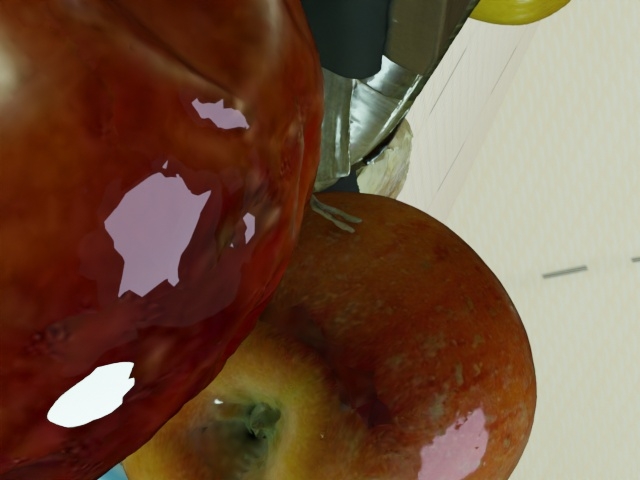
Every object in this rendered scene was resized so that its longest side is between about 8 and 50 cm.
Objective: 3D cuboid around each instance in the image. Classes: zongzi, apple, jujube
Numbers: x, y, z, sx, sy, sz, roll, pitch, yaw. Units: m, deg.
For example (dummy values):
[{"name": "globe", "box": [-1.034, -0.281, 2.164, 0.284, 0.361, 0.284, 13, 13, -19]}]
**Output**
[{"name": "zongzi", "box": [-0.005, -0.125, 0.905, 0.248, 0.111, 0.241, -57, 157, 17]}, {"name": "apple", "box": [-0.002, 0.092, 1.082, 0.254, 0.253, 0.253, -60, 173, -12]}, {"name": "jujube", "box": [-0.100, -0.004, 0.437, 0.236, 0.168, 0.168, -41, -170, 47]}]

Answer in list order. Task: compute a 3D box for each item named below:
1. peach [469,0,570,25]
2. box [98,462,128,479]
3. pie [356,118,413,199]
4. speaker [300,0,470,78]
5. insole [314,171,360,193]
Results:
[{"name": "peach", "box": [0.144, -0.263, 1.172, 0.251, 0.153, 0.251, 24, 90, -89]}, {"name": "box", "box": [-0.055, 0.127, 1.254, 0.232, 0.142, 0.083, -57, 173, -36]}, {"name": "pie", "box": [-0.004, 0.019, 1.514, 0.337, 0.075, 0.337, -60, 168, -22]}, {"name": "speaker", "box": [0.004, -0.173, 0.453, 0.193, 0.153, 0.231, -60, 173, -10]}, {"name": "insole", "box": [0.000, 0.000, 1.344, 0.110, 0.012, 0.309, -50, 152, -29]}]
